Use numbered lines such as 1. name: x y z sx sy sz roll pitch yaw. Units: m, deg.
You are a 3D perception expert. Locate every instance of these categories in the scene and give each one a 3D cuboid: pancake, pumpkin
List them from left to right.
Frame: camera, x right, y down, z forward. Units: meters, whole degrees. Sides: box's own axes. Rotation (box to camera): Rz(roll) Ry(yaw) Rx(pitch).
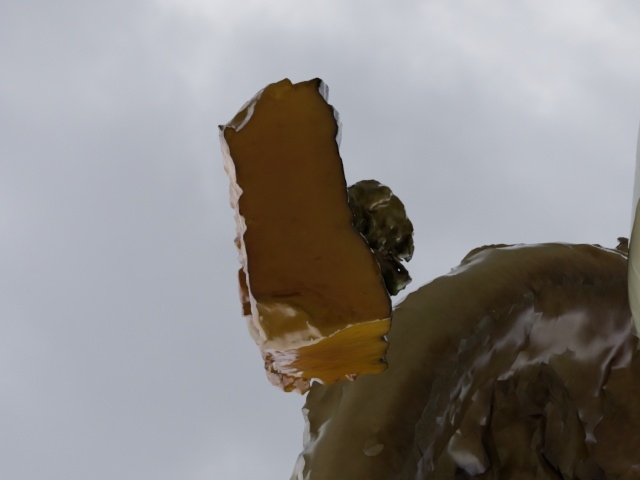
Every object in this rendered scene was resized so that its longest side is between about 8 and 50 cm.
1. pumpkin: 0.000 0.000 0.364 0.054 0.083 0.074 -13 -106 -1
2. pancake: 0.124 0.158 0.488 0.356 0.065 0.356 16 -116 -34

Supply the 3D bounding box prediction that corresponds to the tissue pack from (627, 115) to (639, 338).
1. tissue pack: 0.138 -0.059 0.333 0.092 0.196 0.148 15 -111 15
